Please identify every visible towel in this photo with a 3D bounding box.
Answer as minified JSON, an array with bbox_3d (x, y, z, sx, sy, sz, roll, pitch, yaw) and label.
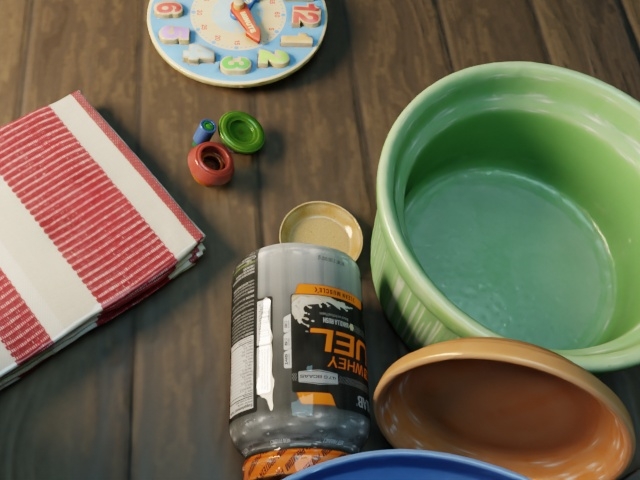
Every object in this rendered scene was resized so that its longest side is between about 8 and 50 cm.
[{"bbox_3d":[-0.302,0.013,0.699,0.329,0.037,0.237,-35,71,-23],"label":"towel"}]

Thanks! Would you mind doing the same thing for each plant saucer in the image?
[{"bbox_3d":[0.000,0.000,0.757,0.083,0.015,0.084,3,62,-6],"label":"plant saucer"},{"bbox_3d":[0.141,0.139,0.601,0.199,0.200,0.037,19,48,3],"label":"plant saucer"}]

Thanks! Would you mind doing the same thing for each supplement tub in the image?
[{"bbox_3d":[-0.018,0.108,0.639,0.116,0.117,0.191,1,62,-7],"label":"supplement tub"}]

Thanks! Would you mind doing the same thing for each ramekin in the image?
[{"bbox_3d":[0.190,-0.001,0.707,0.303,0.148,0.304,3,62,-6],"label":"ramekin"}]

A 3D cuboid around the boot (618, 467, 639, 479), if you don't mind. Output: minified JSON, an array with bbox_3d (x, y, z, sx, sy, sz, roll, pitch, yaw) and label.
[{"bbox_3d":[0.362,0.174,0.590,0.338,0.223,0.118,-25,63,-20],"label":"boot"}]

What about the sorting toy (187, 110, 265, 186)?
[{"bbox_3d":[-0.105,-0.092,0.784,0.061,0.042,0.102,41,51,-3],"label":"sorting toy"}]

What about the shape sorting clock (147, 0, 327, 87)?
[{"bbox_3d":[-0.094,-0.259,0.870,0.206,0.040,0.206,3,61,-6],"label":"shape sorting clock"}]

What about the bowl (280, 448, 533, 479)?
[{"bbox_3d":[0.067,0.320,0.447,0.390,0.077,0.391,4,50,-5],"label":"bowl"}]
